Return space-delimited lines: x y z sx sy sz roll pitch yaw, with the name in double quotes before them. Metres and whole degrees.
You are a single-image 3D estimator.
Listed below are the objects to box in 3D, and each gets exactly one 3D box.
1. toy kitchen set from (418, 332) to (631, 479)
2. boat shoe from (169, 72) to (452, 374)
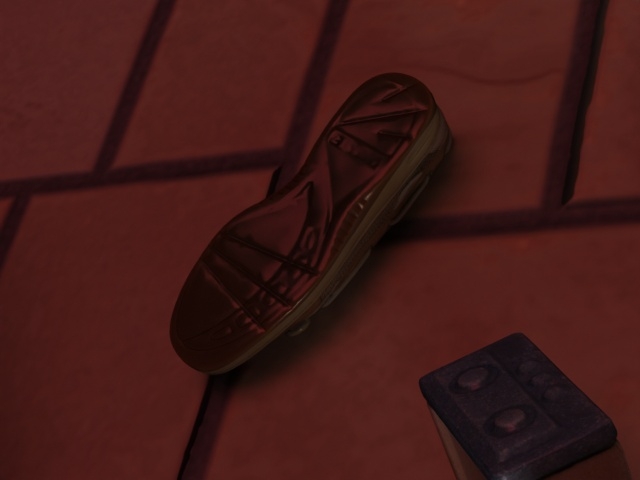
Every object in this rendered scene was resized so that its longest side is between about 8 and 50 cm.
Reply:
"toy kitchen set" 0.147 0.036 0.487 0.207 0.122 0.166 -22 21 -6
"boat shoe" -0.001 -0.001 0.681 0.056 0.048 0.153 34 83 32
